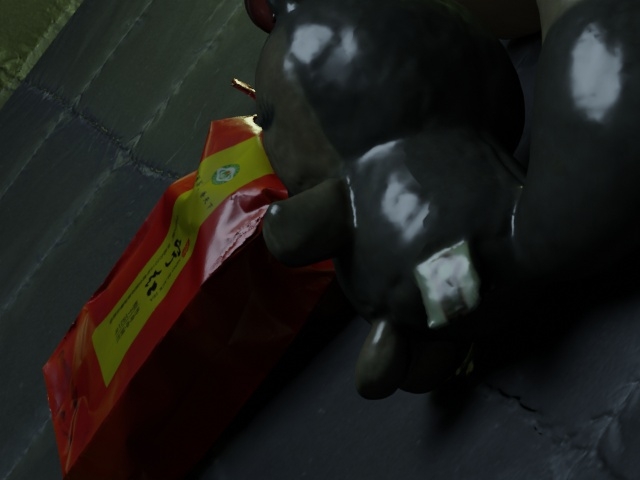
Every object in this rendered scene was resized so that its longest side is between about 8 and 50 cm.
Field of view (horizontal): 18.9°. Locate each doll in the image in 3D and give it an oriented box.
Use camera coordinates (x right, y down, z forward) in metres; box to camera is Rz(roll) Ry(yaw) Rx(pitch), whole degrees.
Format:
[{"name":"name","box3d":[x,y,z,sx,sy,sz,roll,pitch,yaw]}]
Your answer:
[{"name":"doll","box3d":[0.120,-0.105,1.456,0.378,0.252,0.382,-25,65,21]}]

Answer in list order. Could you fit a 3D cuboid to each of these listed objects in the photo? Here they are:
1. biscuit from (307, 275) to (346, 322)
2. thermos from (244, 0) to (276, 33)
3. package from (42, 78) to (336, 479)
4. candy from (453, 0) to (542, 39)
[{"name":"biscuit","box3d":[0.000,0.000,1.818,0.306,0.043,0.284,-46,21,16]},{"name":"thermos","box3d":[-0.020,-0.263,2.247,0.232,0.099,0.124,-131,43,-68]},{"name":"package","box3d":[-0.117,0.061,1.764,0.423,0.123,0.196,-55,31,22]},{"name":"candy","box3d":[0.218,-0.302,1.668,0.358,0.145,0.208,-7,62,64]}]
